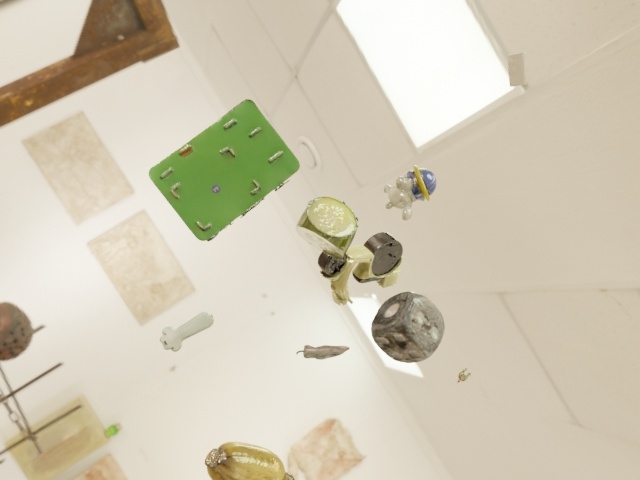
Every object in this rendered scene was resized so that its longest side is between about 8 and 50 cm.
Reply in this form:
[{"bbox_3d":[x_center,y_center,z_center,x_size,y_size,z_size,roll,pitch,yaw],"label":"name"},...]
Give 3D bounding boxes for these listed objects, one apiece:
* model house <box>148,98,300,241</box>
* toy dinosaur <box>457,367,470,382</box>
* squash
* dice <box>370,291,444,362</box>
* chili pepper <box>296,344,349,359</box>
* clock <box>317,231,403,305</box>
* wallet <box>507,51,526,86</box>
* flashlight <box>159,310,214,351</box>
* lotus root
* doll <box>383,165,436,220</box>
[{"bbox_3d":[-0.250,-0.186,1.505,0.243,0.357,0.313,51,-5,-5],"label":"model house"},{"bbox_3d":[0.399,0.374,1.498,0.026,0.041,0.113,44,-16,20],"label":"toy dinosaur"},{"bbox_3d":[0.000,0.000,1.744,0.189,0.189,0.261,52,-40,20],"label":"squash"},{"bbox_3d":[0.293,0.293,1.816,0.183,0.181,0.182,47,-36,-17],"label":"dice"},{"bbox_3d":[0.006,0.315,1.520,0.050,0.153,0.041,65,25,-84],"label":"chili pepper"},{"bbox_3d":[0.153,0.113,2.081,0.120,0.378,0.277,46,-39,45],"label":"clock"},{"bbox_3d":[0.505,-0.440,1.385,0.011,0.044,0.083,-71,150,-59],"label":"wallet"},{"bbox_3d":[-0.469,0.315,1.904,0.093,0.200,0.047,62,-26,-4],"label":"flashlight"},{"bbox_3d":[-0.210,0.681,1.591,0.303,0.146,0.130,30,-8,-25],"label":"lotus root"},{"bbox_3d":[0.398,-0.218,2.382,0.311,0.242,0.160,-88,166,-53],"label":"doll"}]
